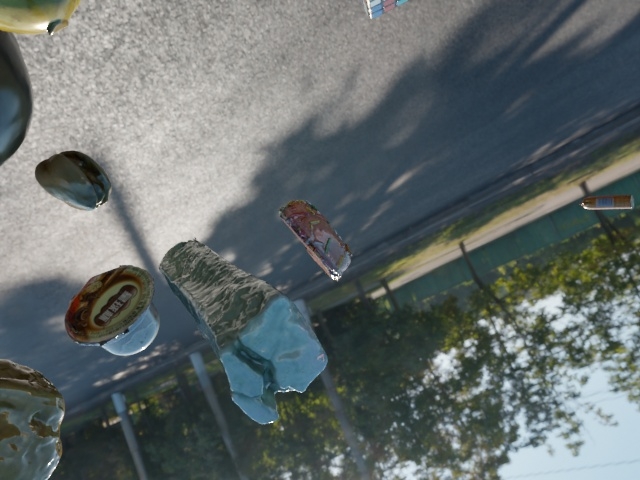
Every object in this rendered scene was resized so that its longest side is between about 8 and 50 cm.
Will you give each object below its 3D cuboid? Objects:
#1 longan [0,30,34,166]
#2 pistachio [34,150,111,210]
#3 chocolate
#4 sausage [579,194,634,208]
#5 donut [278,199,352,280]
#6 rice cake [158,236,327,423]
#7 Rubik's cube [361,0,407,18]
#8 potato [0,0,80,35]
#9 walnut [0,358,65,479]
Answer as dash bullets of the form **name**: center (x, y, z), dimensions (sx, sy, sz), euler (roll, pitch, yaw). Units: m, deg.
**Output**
- **longan**: center (-0.559, -0.213, 0.757), dimensions (0.318, 0.319, 0.319), euler (-23, 170, -4)
- **pistachio**: center (-0.469, -0.114, 1.062), dimensions (0.113, 0.149, 0.113), euler (-47, 163, -20)
- **chocolate**: center (-0.431, 0.171, 1.198), dimensions (0.221, 0.221, 0.147), euler (-22, 136, -10)
- **sausage**: center (0.619, -0.083, 1.208), dimensions (0.107, 0.031, 0.031), euler (2, -171, 39)
- **donut**: center (0.000, 0.000, 1.380), dimensions (0.085, 0.199, 0.233), euler (-40, 139, -3)
- **rice cake**: center (-0.084, 0.048, 0.464), dimensions (0.063, 0.066, 0.336), euler (-36, -163, -13)
- **Rubik's cube**: center (0.155, -0.667, 1.303), dimensions (0.187, 0.182, 0.184), euler (-24, 177, 12)
- **potato**: center (-0.329, -0.274, 0.420), dimensions (0.300, 0.173, 0.140), euler (23, 143, -27)
- **walnut**: center (-0.504, 0.276, 0.793), dimensions (0.256, 0.225, 0.257), euler (-15, 143, -12)
